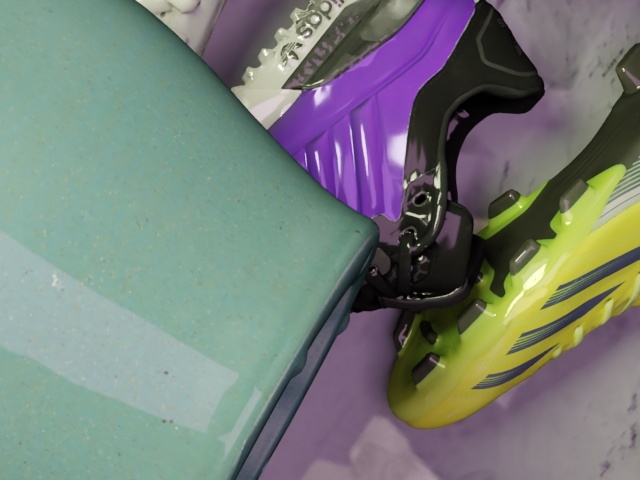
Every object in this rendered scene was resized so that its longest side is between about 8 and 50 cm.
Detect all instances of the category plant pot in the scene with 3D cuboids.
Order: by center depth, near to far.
[{"bbox_3d":[-0.125,0.014,0.795,0.255,0.271,0.271,29,90,4],"label":"plant pot"}]

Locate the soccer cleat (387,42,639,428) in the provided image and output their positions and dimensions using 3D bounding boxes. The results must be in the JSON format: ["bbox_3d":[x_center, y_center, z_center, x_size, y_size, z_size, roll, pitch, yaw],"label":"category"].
[{"bbox_3d":[0.155,0.002,1.013,0.289,0.093,0.121,-47,113,-1],"label":"soccer cleat"}]

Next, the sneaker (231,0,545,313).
[{"bbox_3d":[0.000,0.000,0.953,0.146,0.102,0.293,37,88,9],"label":"sneaker"}]

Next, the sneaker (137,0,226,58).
[{"bbox_3d":[-0.091,-0.142,0.917,0.114,0.152,0.305,19,94,-13],"label":"sneaker"}]
